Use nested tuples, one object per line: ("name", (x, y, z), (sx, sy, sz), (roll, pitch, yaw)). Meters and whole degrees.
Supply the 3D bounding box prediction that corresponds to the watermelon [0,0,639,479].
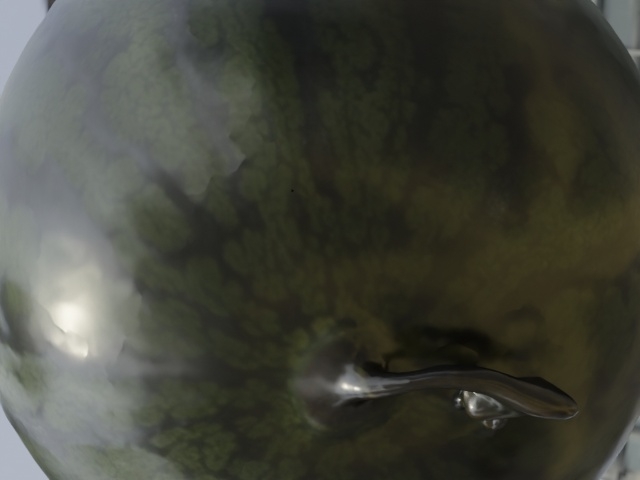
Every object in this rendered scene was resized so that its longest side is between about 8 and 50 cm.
("watermelon", (0.000, 0.000, 0.593), (0.359, 0.278, 0.279), (-111, 18, -74))
